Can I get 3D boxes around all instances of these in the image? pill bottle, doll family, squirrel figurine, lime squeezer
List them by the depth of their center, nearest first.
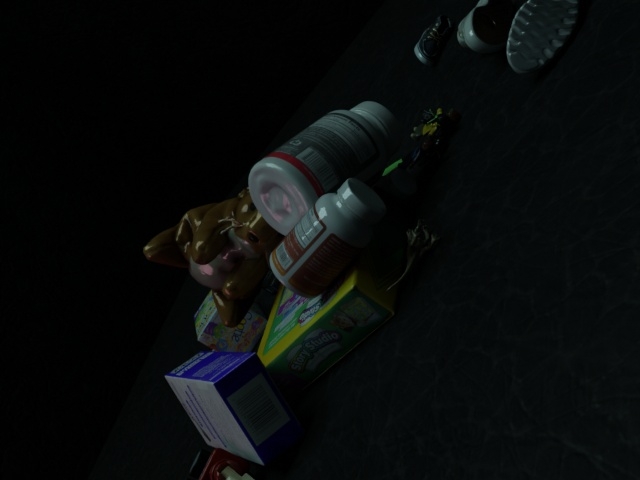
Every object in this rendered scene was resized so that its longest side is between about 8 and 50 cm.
[{"bbox_3d":[0.016,-0.006,1.450,0.216,0.121,0.121,-47,17,24],"label":"pill bottle"},{"bbox_3d":[0.021,-0.155,1.622,0.318,0.176,0.176,-39,2,-34],"label":"pill bottle"},{"bbox_3d":[0.233,-0.216,1.704,0.111,0.076,0.192,-26,38,57],"label":"doll family"},{"bbox_3d":[0.131,-0.082,1.712,0.160,0.087,0.087,-44,19,44],"label":"pill bottle"},{"bbox_3d":[-0.137,-0.047,1.836,0.397,0.281,0.370,-44,2,-43],"label":"squirrel figurine"},{"bbox_3d":[0.105,-0.180,1.954,0.310,0.059,0.109,24,120,52],"label":"lime squeezer"}]

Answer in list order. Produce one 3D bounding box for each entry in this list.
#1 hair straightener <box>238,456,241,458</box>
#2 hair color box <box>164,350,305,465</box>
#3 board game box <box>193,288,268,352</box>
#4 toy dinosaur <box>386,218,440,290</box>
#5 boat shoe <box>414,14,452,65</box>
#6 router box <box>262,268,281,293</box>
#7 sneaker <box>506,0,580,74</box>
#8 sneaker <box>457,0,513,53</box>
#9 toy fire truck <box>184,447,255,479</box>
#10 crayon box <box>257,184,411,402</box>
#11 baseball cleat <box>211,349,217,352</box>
[{"bbox_3d":[-0.205,0.494,1.661,0.089,0.047,0.230,-41,15,46],"label":"hair straightener"},{"bbox_3d":[-0.178,0.320,1.586,0.110,0.185,0.339,-34,9,-27],"label":"hair color box"},{"bbox_3d":[-0.255,0.222,2.249,0.144,0.142,0.275,-57,14,0],"label":"board game box"},{"bbox_3d":[0.172,0.023,1.452,0.183,0.053,0.092,-64,-2,-55],"label":"toy dinosaur"},{"bbox_3d":[0.308,-0.548,2.180,0.083,0.065,0.183,-48,16,39],"label":"boat shoe"},{"bbox_3d":[-0.097,0.064,2.260,0.178,0.046,0.133,-61,15,-12],"label":"router box"},{"bbox_3d":[0.429,-0.417,1.482,0.281,0.105,0.115,-62,-15,-10],"label":"sneaker"},{"bbox_3d":[0.353,-0.448,1.760,0.123,0.106,0.290,-52,4,37],"label":"sneaker"},{"bbox_3d":[-0.180,0.492,1.446,0.217,0.159,0.246,-63,4,-23],"label":"toy fire truck"},{"bbox_3d":[0.022,0.110,1.627,0.363,0.106,0.313,-45,19,37],"label":"crayon box"},{"bbox_3d":[-0.324,0.379,2.336,0.206,0.072,0.109,-43,5,31],"label":"baseball cleat"}]
